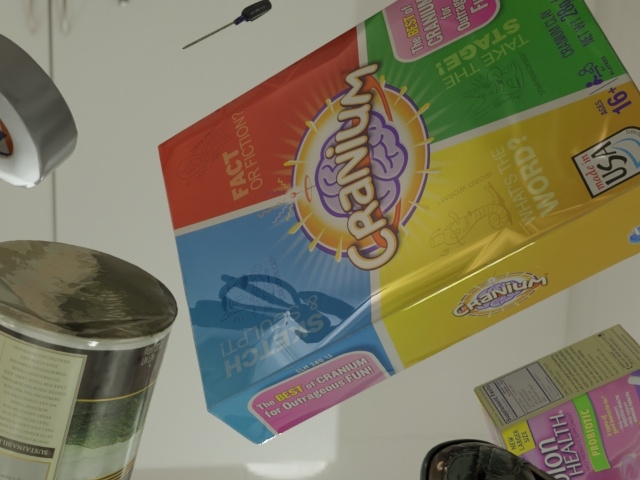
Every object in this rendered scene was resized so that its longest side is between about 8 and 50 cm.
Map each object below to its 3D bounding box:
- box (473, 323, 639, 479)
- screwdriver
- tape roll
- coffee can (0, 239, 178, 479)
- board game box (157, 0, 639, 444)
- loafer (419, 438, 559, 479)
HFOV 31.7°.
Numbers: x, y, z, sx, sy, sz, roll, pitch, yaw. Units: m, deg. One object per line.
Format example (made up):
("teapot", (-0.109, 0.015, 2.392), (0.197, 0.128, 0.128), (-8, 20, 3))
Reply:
("box", (0.381, 0.279, 1.664), (0.243, 0.213, 0.117), (-23, -153, -1))
("screwdriver", (-0.142, -0.326, 1.729), (0.170, 0.025, 0.024), (-37, -135, -22))
("tape roll", (-0.438, -0.179, 1.548), (0.219, 0.219, 0.072), (14, -131, 39))
("coffee can", (-0.266, 0.165, 1.077), (0.201, 0.275, 0.201), (16, -161, -5))
("board game box", (0.052, -0.041, 0.744), (0.316, 0.064, 0.242), (-29, -131, 14))
("loafer", (0.220, 0.273, 1.209), (0.267, 0.096, 0.084), (27, 156, -38))
